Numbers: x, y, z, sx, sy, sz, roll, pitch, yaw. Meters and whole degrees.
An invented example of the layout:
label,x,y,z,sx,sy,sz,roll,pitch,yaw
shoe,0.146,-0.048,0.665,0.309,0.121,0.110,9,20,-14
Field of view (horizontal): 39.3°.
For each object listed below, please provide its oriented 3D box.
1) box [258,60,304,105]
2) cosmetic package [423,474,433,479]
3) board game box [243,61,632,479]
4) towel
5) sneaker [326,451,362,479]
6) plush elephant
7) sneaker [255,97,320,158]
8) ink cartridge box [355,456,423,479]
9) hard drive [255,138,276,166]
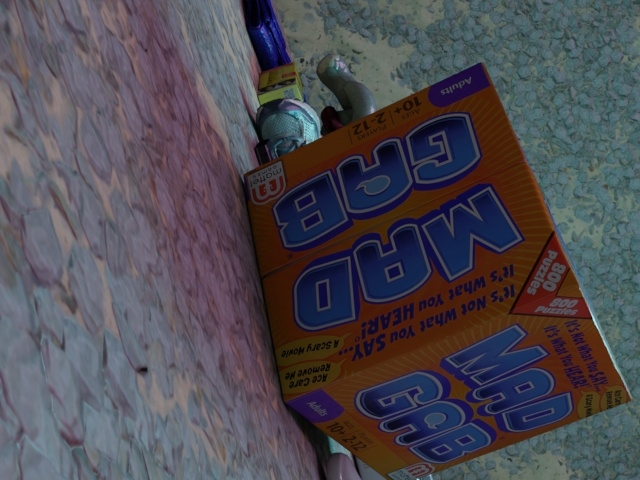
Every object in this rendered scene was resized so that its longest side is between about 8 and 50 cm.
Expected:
label,x,y,z,sx,sy,sz,roll,pitch,yaw
box,-0.082,-0.316,1.883,0.232,0.087,0.058,-93,166,-68
cosmetic package,0.146,0.404,1.802,0.085,0.117,0.231,69,7,-47
board game box,0.154,0.062,1.209,0.356,0.356,0.356,48,23,-50
towel,-0.102,-0.437,2.153,0.228,0.076,0.308,-101,173,-49
sneaker,0.069,0.363,1.118,0.080,0.094,0.212,54,19,-73
plush elephant,0.024,-0.202,1.976,0.330,0.272,0.255,42,36,16
sneaker,-0.038,-0.138,1.623,0.283,0.110,0.122,67,12,-51
ink cartridge box,0.137,0.448,1.593,0.172,0.100,0.237,58,15,-76
hard drive,-0.077,-0.101,1.521,0.094,0.022,0.135,-87,160,-77
